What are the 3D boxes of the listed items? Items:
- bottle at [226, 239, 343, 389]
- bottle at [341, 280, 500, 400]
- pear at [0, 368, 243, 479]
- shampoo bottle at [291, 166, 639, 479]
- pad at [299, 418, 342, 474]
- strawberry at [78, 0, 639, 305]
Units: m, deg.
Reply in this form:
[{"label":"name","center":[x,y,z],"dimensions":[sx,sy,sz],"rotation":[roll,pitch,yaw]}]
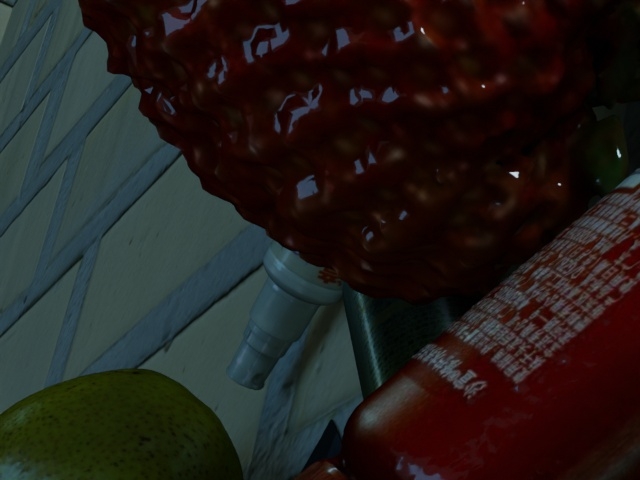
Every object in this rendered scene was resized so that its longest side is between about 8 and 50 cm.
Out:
[{"label":"bottle","center":[0.000,0.000,1.162],"dimensions":[0.217,0.060,0.060],"rotation":[-59,20,19]},{"label":"bottle","center":[0.058,0.059,0.902],"dimensions":[0.082,0.082,0.286],"rotation":[-58,21,25]},{"label":"pear","center":[-0.137,0.178,1.150],"dimensions":[0.198,0.198,0.198],"rotation":[-53,23,35]},{"label":"shampoo bottle","center":[0.100,0.035,0.621],"dimensions":[0.314,0.076,0.118],"rotation":[-40,21,-6]},{"label":"pad","center":[-0.036,0.239,1.074],"dimensions":[0.243,0.004,0.164],"rotation":[-61,20,17]},{"label":"strawberry","center":[0.021,-0.163,0.824],"dimensions":[0.312,0.351,0.267],"rotation":[-51,14,8]}]
